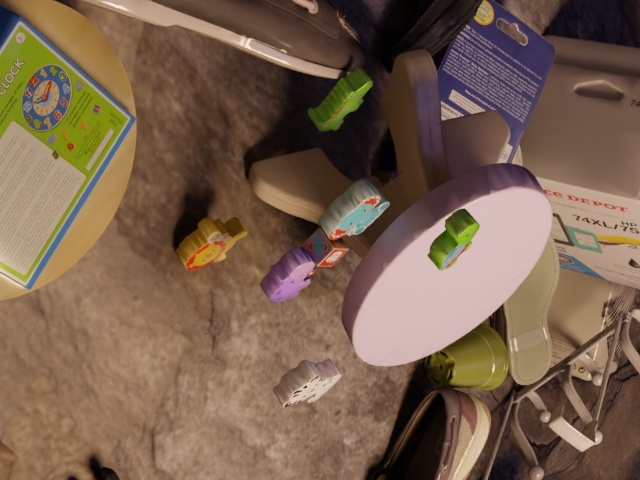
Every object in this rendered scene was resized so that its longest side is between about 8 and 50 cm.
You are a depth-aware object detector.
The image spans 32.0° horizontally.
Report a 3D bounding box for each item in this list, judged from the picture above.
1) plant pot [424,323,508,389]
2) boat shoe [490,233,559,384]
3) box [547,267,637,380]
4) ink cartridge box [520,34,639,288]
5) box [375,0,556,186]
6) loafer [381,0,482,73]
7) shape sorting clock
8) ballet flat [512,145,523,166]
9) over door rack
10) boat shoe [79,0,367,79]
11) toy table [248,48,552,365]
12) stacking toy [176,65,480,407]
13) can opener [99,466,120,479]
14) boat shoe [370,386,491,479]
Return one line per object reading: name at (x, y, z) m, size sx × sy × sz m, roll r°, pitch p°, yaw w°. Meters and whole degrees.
plant pot at (0.169, 0.146, 1.343) m, size 0.079 × 0.083 × 0.083 m, roll -7°, pitch 112°, yaw -41°
boat shoe at (0.254, 0.075, 1.433) m, size 0.081 × 0.069 × 0.228 m, roll -13°, pitch 119°, yaw -19°
box at (0.396, 0.052, 1.595) m, size 0.113 × 0.094 × 0.275 m, roll -6°, pitch 111°, yaw -54°
ink cartridge box at (0.361, -0.089, 1.380) m, size 0.197 × 0.198 × 0.270 m, roll -64°, pitch 145°, yaw -15°
box at (0.156, -0.133, 1.171) m, size 0.136 × 0.036 × 0.225 m, roll 28°, pitch 83°, yaw -31°
loafer at (0.127, -0.254, 1.095) m, size 0.078 × 0.076 × 0.223 m, roll 41°, pitch 78°, yaw -10°
shape sorting clock at (-0.206, -0.059, 0.733) m, size 0.206 × 0.040 × 0.206 m, roll -30°, pitch 131°, yaw -41°
ballet flat at (0.186, -0.040, 1.267) m, size 0.077 × 0.077 × 0.231 m, roll -13°, pitch 116°, yaw -56°
over door rack at (0.302, 0.236, 1.409) m, size 0.239 × 0.108 × 0.324 m, roll -46°, pitch 173°, yaw 36°
boat shoe at (-0.063, -0.189, 0.813) m, size 0.335 × 0.112 × 0.095 m, roll 7°, pitch 105°, yaw -52°
toy table at (0.079, -0.023, 0.980) m, size 0.252 × 0.161 × 0.274 m, roll -8°, pitch 149°, yaw -31°
stacking toy at (0.000, 0.000, 0.862) m, size 0.221 × 0.167 × 0.052 m, roll -47°, pitch 155°, yaw 23°
can opener at (-0.163, 0.269, 0.942) m, size 0.059 × 0.073 × 0.186 m, roll -28°, pitch 118°, yaw -36°
boat shoe at (0.100, 0.299, 1.299) m, size 0.092 × 0.103 × 0.285 m, roll 31°, pitch 85°, yaw -41°
